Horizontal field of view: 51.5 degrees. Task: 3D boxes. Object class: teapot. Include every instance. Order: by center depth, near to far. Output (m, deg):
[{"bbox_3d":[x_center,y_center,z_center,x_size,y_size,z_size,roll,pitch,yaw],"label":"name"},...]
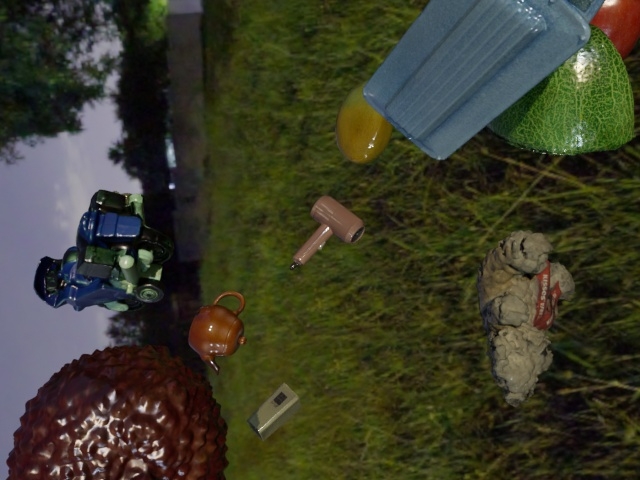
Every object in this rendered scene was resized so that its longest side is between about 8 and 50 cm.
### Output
[{"bbox_3d":[-0.199,0.185,1.348,0.116,0.116,0.173,113,177,-70],"label":"teapot"}]

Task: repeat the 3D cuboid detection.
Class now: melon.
[{"bbox_3d":[0.327,-0.239,0.994,0.265,0.129,0.169,41,147,46],"label":"melon"}]

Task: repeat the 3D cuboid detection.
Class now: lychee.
[{"bbox_3d":[-0.236,0.261,0.799,0.300,0.265,0.264,-130,33,-68],"label":"lychee"}]

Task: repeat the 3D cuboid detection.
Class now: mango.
[{"bbox_3d":[0.098,-0.258,1.433,0.130,0.092,0.194,35,130,12],"label":"mango"}]

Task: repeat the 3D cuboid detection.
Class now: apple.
[{"bbox_3d":[0.517,-0.433,1.292,0.201,0.218,0.218,90,168,-59],"label":"apple"}]

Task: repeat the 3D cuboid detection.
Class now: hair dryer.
[{"bbox_3d":[0.000,0.000,1.435,0.117,0.181,0.064,39,174,23],"label":"hair dryer"}]

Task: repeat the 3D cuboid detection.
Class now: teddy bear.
[{"bbox_3d":[0.478,0.196,1.553,0.357,0.225,0.367,36,-133,-54],"label":"teddy bear"}]

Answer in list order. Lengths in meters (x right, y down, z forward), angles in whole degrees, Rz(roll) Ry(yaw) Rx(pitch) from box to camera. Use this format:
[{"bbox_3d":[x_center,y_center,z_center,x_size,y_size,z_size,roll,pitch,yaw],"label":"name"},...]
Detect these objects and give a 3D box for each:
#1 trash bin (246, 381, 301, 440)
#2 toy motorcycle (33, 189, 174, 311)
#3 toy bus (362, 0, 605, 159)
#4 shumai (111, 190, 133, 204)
[{"bbox_3d":[-0.081,0.305,1.173,0.043,0.092,0.061,38,157,24],"label":"trash bin"},{"bbox_3d":[-0.354,0.044,1.076,0.331,0.196,0.125,134,141,-55],"label":"toy motorcycle"},{"bbox_3d":[0.202,-0.252,0.802,0.152,0.190,0.312,41,153,-4],"label":"toy bus"},{"bbox_3d":[-0.510,-0.096,1.699,0.080,0.082,0.083,41,146,36],"label":"shumai"}]
